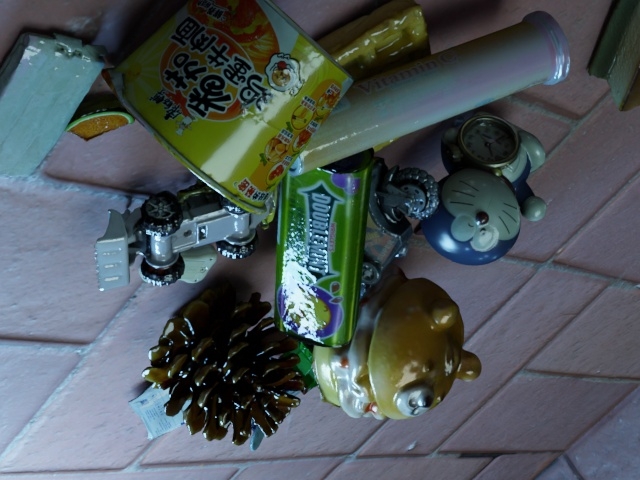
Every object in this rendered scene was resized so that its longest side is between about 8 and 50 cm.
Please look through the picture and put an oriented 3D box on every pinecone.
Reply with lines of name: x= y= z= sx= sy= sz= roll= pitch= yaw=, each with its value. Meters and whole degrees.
pinecone: x=-0.145 y=0.214 z=2.050 sx=0.264 sy=0.264 sz=0.264 roll=-24 pitch=149 yaw=-15

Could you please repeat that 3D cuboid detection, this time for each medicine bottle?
medicine bottle: x=0.135 y=-0.202 z=1.747 sx=0.426 sy=0.108 sz=0.108 roll=-21 pitch=148 yaw=-18

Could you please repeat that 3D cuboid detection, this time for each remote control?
remote control: x=-0.216 y=0.033 z=1.936 sx=0.122 sy=0.032 sz=0.074 roll=3 pitch=134 yaw=-47

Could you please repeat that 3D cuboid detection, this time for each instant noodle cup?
instant noodle cup: x=-0.097 y=-0.186 z=1.529 sx=0.200 sy=0.264 sz=0.264 roll=-46 pitch=148 yaw=7

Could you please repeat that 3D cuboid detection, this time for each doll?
doll: x=0.009 y=0.200 z=2.317 sx=0.186 sy=0.106 sz=0.134 roll=-25 pitch=156 yaw=-45

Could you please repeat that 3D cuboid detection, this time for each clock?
clock: x=0.258 y=-0.072 z=2.016 sx=0.243 sy=0.200 sz=0.146 roll=-62 pitch=177 yaw=-27

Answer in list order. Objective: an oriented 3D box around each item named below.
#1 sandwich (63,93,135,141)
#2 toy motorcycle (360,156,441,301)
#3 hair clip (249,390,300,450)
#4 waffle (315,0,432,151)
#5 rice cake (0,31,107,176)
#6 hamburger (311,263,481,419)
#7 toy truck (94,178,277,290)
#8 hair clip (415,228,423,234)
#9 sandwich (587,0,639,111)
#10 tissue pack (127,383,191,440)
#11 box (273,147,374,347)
sandwich: x=-0.283 y=-0.154 z=1.604 sx=0.101 sy=0.026 sz=0.069 roll=-24 pitch=162 yaw=-13
toy motorcycle: x=0.060 y=-0.028 z=1.990 sx=0.307 sy=0.173 sz=0.108 roll=-52 pitch=174 yaw=38
hair clip: x=-0.045 y=0.289 z=2.453 sx=0.275 sy=0.083 sz=0.048 roll=-37 pitch=145 yaw=-7
waffle: x=0.083 y=-0.227 z=1.815 sx=0.168 sy=0.057 sz=0.274 roll=-32 pitch=150 yaw=-4
rice cake: x=-0.350 y=-0.161 z=1.521 sx=0.124 sy=0.038 sz=0.211 roll=2 pitch=135 yaw=-44
hamburger: x=0.139 y=0.185 z=2.200 sx=0.276 sy=0.237 sz=0.276 roll=-21 pitch=116 yaw=-53
toy truck: x=-0.192 y=-0.026 z=1.795 sx=0.286 sy=0.111 sz=0.136 roll=-18 pitch=140 yaw=-21
hair clip: x=0.216 y=-0.051 z=2.232 sx=0.054 sy=0.022 sz=0.137 roll=1 pitch=136 yaw=-40
sandwich: x=0.515 y=-0.307 z=2.054 sx=0.220 sy=0.108 sz=0.186 roll=7 pitch=131 yaw=-51
tissue pack: x=-0.269 y=0.293 z=2.270 sx=0.123 sy=0.026 sz=0.193 roll=-28 pitch=150 yaw=-10
box: x=0.000 y=0.000 z=1.889 sx=0.097 sy=0.134 sz=0.345 roll=-57 pitch=159 yaw=-47
